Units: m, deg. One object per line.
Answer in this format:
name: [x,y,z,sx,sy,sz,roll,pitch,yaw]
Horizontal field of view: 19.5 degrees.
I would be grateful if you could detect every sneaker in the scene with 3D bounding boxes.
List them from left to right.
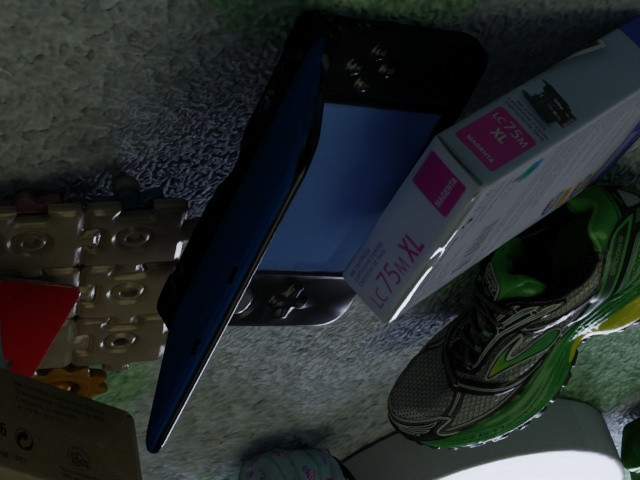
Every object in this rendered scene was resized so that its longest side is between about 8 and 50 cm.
sneaker: [0.174,0.061,1.704,0.146,0.134,0.343,21,124,-40]

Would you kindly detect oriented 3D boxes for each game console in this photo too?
game console: [0.000,0.000,1.357,0.250,0.173,0.293,3,130,-36]

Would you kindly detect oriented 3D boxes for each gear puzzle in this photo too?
gear puzzle: [-0.198,0.051,1.526,0.175,0.044,0.339,-3,147,-13]

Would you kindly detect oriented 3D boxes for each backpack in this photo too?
backpack: [-0.026,0.306,1.935,0.115,0.182,0.152,-1,-170,-35]

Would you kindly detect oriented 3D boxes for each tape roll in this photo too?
tape roll: [0.161,0.305,2.150,0.392,0.072,0.392,-15,151,-9]

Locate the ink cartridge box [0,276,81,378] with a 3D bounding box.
ink cartridge box: [-0.354,0.151,1.474,0.271,0.130,0.309,6,145,-24]

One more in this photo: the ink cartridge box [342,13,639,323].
ink cartridge box: [0.166,-0.067,1.438,0.311,0.065,0.186,-29,162,-37]

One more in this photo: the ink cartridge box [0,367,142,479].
ink cartridge box: [-0.274,0.169,1.323,0.193,0.088,0.234,-32,143,28]

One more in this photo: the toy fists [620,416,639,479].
toy fists: [0.469,0.250,2.219,0.279,0.096,0.142,11,127,-41]
